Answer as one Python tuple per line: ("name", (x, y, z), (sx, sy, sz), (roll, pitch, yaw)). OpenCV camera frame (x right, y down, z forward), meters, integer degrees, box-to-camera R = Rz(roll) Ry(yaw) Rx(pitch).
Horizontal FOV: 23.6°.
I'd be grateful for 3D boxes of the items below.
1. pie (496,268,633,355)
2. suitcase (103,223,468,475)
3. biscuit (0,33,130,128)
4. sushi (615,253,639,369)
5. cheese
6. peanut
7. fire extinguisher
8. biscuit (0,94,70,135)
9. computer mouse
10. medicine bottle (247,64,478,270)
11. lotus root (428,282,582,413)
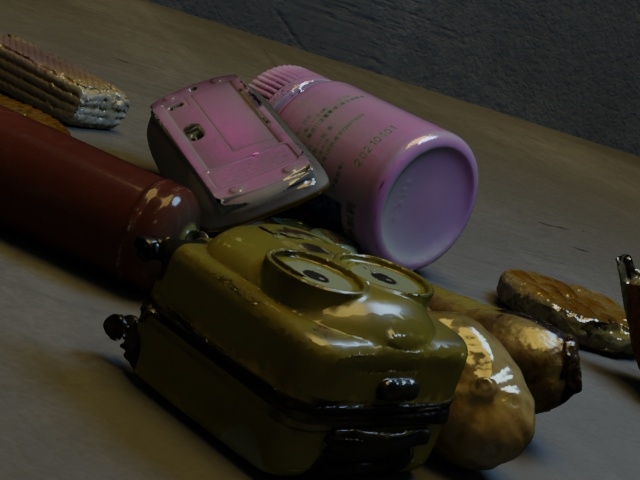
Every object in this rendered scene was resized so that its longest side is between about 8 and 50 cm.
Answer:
("pie", (0.304, 0.085, 1.828), (0.195, 0.046, 0.195), (19, 11, -4))
("suitcase", (-0.018, 0.073, 1.158), (0.194, 0.143, 0.235), (6, 19, -48))
("biscuit", (-0.366, -0.212, 2.004), (0.239, 0.061, 0.108), (28, 13, 28))
("sushi", (0.449, 0.105, 1.650), (0.274, 0.184, 0.139), (18, 12, -6))
("cheese", (0.000, 0.000, 1.756), (0.121, 0.026, 0.067), (30, 15, 38))
("peanut", (0.084, 0.100, 1.281), (0.101, 0.117, 0.263), (-8, 24, -29))
("fire extinguisher", (-0.197, -0.020, 1.408), (0.337, 0.106, 0.147), (25, -11, 15))
("biscuit", (-0.380, -0.140, 1.755), (0.188, 0.027, 0.188), (20, 14, -5))
("computer mouse", (-0.098, -0.095, 1.741), (0.158, 0.072, 0.310), (-22, 35, -12))
("medicine bottle", (0.033, -0.093, 1.856), (0.178, 0.178, 0.291), (7, 16, -46))
("lotus root", (0.130, 0.100, 1.395), (0.258, 0.097, 0.110), (19, -24, 47))
